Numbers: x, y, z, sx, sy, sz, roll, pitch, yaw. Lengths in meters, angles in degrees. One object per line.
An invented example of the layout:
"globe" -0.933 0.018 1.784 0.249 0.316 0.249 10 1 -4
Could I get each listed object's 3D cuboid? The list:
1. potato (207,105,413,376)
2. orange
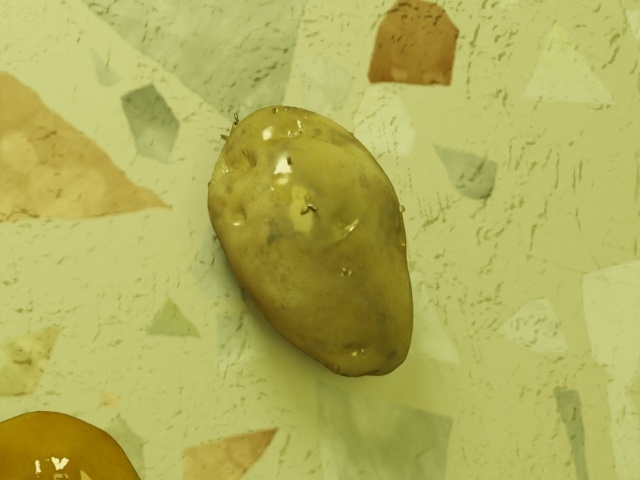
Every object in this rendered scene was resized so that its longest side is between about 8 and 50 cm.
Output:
"potato" -0.004 0.002 1.515 0.161 0.128 0.235 -8 87 -23
"orange" -0.203 0.203 1.367 0.159 0.136 0.159 5 76 -22
